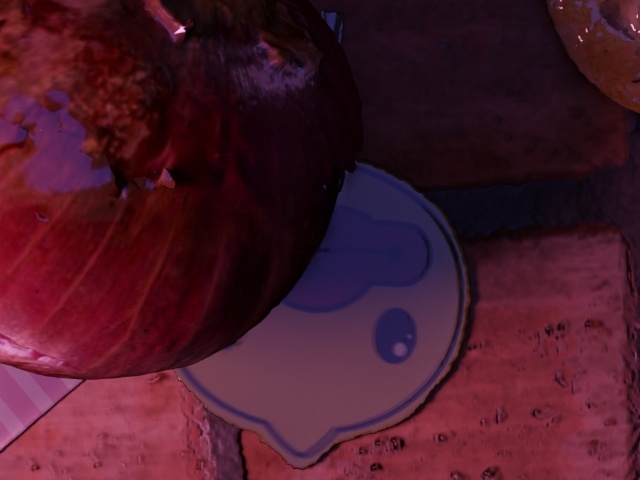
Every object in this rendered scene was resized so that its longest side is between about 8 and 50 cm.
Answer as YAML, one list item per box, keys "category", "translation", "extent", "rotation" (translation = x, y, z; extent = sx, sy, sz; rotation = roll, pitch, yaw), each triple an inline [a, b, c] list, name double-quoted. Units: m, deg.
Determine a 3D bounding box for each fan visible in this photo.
- category: "fan"
  translation: [0.000, 0.000, 1.002]
  extent: [0.229, 0.011, 0.335]
  rotation: [5, 91, -2]

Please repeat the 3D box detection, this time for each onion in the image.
- category: "onion"
  translation: [-0.175, -0.045, 0.875]
  extent: [0.348, 0.348, 0.385]
  rotation: [45, 124, -1]

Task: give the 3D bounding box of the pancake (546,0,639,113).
- category: "pancake"
  translation: [0.293, -0.211, 0.995]
  extent: [0.282, 0.049, 0.282]
  rotation: [0, 92, -4]

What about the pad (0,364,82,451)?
- category: "pad"
  translation: [-0.310, 0.091, 0.992]
  extent: [0.300, 0.005, 0.202]
  rotation: [-40, 91, -2]
